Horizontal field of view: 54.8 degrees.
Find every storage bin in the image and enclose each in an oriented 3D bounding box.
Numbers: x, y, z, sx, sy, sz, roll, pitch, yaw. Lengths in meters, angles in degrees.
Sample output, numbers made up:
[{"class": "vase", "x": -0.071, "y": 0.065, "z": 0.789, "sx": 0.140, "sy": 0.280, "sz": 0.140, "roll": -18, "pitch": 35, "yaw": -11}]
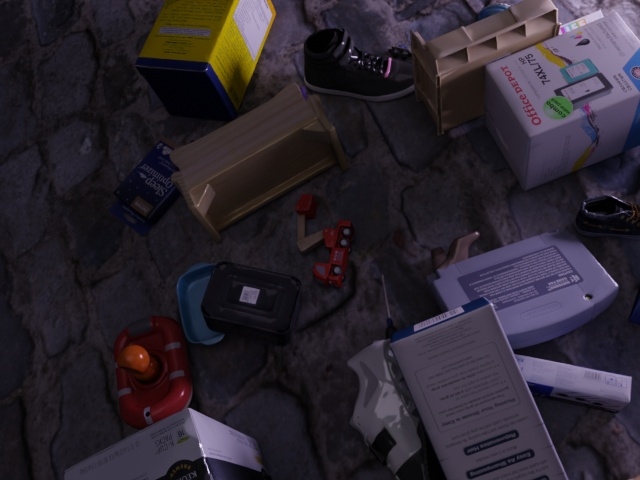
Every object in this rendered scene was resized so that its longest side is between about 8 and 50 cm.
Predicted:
[{"class": "storage bin", "x": -0.134, "y": 0.126, "z": 1.226, "sx": 0.180, "sy": 0.084, "sz": 0.122, "roll": 13, "pitch": 63, "yaw": 4}, {"class": "storage bin", "x": 0.334, "y": -0.376, "z": 1.279, "sx": 0.262, "sy": 0.260, "sz": 0.123, "roll": -22, "pitch": 65, "yaw": 3}]

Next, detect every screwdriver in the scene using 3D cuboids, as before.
[{"class": "screwdriver", "x": 0.130, "y": 0.141, "z": 1.214, "sx": 0.025, "sy": 0.024, "sz": 0.170, "roll": -1, "pitch": 59, "yaw": -18}]

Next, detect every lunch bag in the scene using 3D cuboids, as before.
[{"class": "lunch bag", "x": 0.590, "y": 0.114, "z": 1.084, "sx": 0.065, "sy": 0.067, "sz": 0.098, "roll": 20, "pitch": 72, "yaw": 22}]

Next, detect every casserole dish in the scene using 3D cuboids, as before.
[{"class": "casserole dish", "x": -0.237, "y": 0.136, "z": 1.300, "sx": 0.114, "sy": 0.037, "sz": 0.188, "roll": -21, "pitch": 61, "yaw": 4}]

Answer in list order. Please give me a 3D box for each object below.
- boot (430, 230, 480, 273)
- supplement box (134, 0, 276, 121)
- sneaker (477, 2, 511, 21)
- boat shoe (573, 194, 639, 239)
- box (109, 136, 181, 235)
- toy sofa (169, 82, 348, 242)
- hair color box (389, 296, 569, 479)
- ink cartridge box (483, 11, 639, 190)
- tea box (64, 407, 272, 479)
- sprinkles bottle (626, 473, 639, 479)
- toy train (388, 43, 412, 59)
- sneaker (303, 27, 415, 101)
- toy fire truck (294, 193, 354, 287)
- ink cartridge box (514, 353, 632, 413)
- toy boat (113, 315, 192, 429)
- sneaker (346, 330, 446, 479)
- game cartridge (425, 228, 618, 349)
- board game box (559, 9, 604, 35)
[{"class": "boot", "x": 0.277, "y": 0.041, "z": 1.218, "sx": 0.118, "sy": 0.042, "sz": 0.087, "roll": -25, "pitch": 68, "yaw": 3}, {"class": "supplement box", "x": -0.273, "y": -0.502, "z": 1.527, "sx": 0.195, "sy": 0.194, "sz": 0.357, "roll": 10, "pitch": 67, "yaw": 18}, {"class": "sneaker", "x": 0.433, "y": -0.491, "z": 1.419, "sx": 0.162, "sy": 0.063, "sz": 0.073, "roll": 28, "pitch": 78, "yaw": 24}, {"class": "boat shoe", "x": 0.576, "y": -0.044, "z": 1.154, "sx": 0.183, "sy": 0.083, "sz": 0.065, "roll": -2, "pitch": 65, "yaw": 13}, {"class": "box", "x": -0.396, "y": -0.131, "z": 1.470, "sx": 0.136, "sy": 0.036, "sz": 0.225, "roll": 32, "pitch": 77, "yaw": 25}, {"class": "toy sofa", "x": -0.136, "y": -0.173, "z": 1.360, "sx": 0.362, "sy": 0.150, "sz": 0.177, "roll": -30, "pitch": 57, "yaw": -1}, {"class": "hair color box", "x": 0.256, "y": 0.284, "z": 0.983, "sx": 0.173, "sy": 0.105, "sz": 0.347, "roll": -23, "pitch": 87, "yaw": 9}, {"class": "ink cartridge box", "x": 0.488, "y": -0.267, "z": 1.219, "sx": 0.270, "sy": 0.197, "sz": 0.198, "roll": -22, "pitch": 61, "yaw": 4}, {"class": "tea box", "x": -0.185, "y": 0.479, "z": 0.956, "sx": 0.220, "sy": 0.329, "sz": 0.324, "roll": -27, "pitch": 61, "yaw": 0}, {"class": "sprinkles bottle", "x": 0.642, "y": 0.323, "z": 0.941, "sx": 0.355, "sy": 0.121, "sz": 0.121, "roll": -34, "pitch": 62, "yaw": -3}, {"class": "toy train", "x": 0.237, "y": -0.441, "z": 1.463, "sx": 0.158, "sy": 0.027, "sz": 0.036, "roll": 18, "pitch": 67, "yaw": 21}, {"class": "sneaker", "x": 0.090, "y": -0.408, "z": 1.417, "sx": 0.295, "sy": 0.147, "sz": 0.105, "roll": 7, "pitch": 65, "yaw": 16}, {"class": "toy fire truck", "x": 0.000, "y": 0.000, "z": 1.299, "sx": 0.135, "sy": 0.047, "sz": 0.192, "roll": 7, "pitch": 68, "yaw": 18}, {"class": "ink cartridge box", "x": 0.407, "y": 0.242, "z": 1.052, "sx": 0.207, "sy": 0.097, "sz": 0.046, "roll": 9, "pitch": 67, "yaw": 18}, {"class": "toy boat", "x": -0.344, "y": 0.250, "z": 1.207, "sx": 0.151, "sy": 0.151, "sz": 0.231, "roll": -20, "pitch": 62, "yaw": 4}, {"class": "sneaker", "x": 0.131, "y": 0.339, "z": 1.079, "sx": 0.146, "sy": 0.122, "sz": 0.331, "roll": -25, "pitch": 61, "yaw": 22}, {"class": "game cartridge", "x": 0.363, "y": 0.094, "z": 1.113, "sx": 0.294, "sy": 0.060, "sz": 0.196, "roll": -18, "pitch": 41, "yaw": -4}, {"class": "board game box", "x": 0.562, "y": -0.429, "z": 1.359, "sx": 0.154, "sy": 0.026, "sz": 0.103, "roll": -22, "pitch": 79, "yaw": 3}]
